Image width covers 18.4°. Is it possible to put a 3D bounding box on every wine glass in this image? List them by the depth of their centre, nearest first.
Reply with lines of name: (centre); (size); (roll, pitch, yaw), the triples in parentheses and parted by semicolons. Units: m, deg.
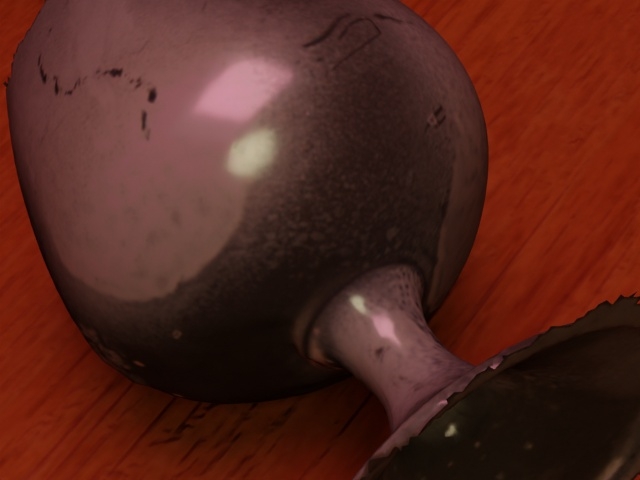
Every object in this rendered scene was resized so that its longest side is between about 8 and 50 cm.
wine glass: (0.000, 0.000, 0.930); (0.238, 0.238, 0.323); (-27, 58, -19)
